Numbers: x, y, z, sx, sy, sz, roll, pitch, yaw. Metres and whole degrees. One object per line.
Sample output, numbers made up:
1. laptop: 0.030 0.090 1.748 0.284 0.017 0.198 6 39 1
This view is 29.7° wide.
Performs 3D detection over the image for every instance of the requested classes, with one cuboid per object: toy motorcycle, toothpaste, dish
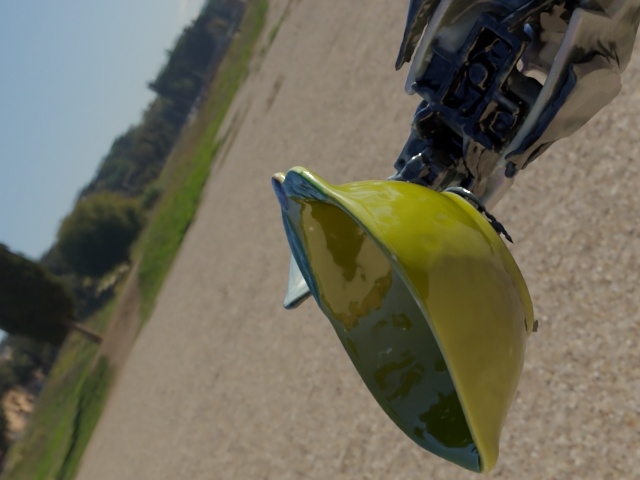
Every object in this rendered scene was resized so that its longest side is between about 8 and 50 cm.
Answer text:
1. toy motorcycle: 0.147 -0.127 0.838 0.188 0.143 0.327 -24 -32 -48
2. toothpaste: 0.000 0.000 0.860 0.067 0.037 0.255 -31 11 4
3. dish: 0.057 0.026 0.656 0.080 0.207 0.149 -26 -25 -18
